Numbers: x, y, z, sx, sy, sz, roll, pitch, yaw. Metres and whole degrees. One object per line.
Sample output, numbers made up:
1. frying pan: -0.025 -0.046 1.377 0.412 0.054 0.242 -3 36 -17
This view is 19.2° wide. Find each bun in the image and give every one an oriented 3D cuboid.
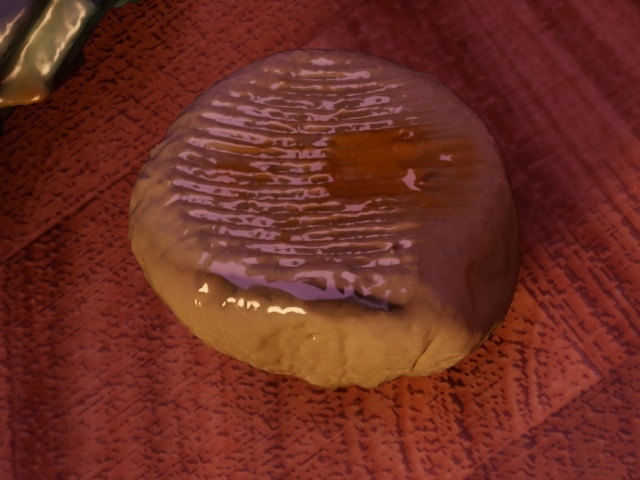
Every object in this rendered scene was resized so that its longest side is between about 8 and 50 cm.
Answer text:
1. bun: 0.000 0.000 1.186 0.243 0.153 0.244 -1 49 2

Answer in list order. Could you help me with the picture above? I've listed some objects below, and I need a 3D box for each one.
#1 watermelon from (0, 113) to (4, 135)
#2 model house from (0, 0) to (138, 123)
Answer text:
1. watermelon: -0.355 -0.119 1.148 0.303 0.128 0.159 -8 79 15
2. model house: -0.299 -0.174 1.344 0.280 0.230 0.249 38 120 -2
